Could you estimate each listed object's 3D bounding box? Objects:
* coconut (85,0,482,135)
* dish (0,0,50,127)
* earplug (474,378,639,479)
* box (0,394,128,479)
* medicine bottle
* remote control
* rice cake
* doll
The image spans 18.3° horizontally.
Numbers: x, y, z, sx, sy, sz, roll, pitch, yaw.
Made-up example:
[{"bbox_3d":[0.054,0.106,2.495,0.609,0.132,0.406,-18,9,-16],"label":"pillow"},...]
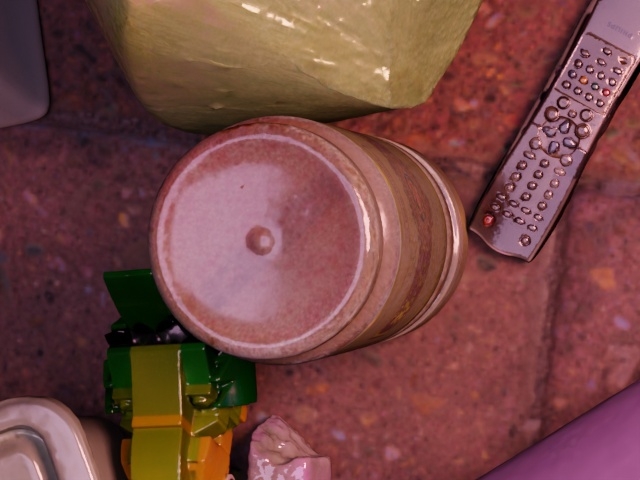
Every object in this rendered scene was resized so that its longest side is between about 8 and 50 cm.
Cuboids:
[{"bbox_3d":[-0.019,-0.211,1.320,0.328,0.281,0.328,2,61,-3],"label":"coconut"},{"bbox_3d":[-0.312,-0.199,1.492,0.182,0.080,0.243,-8,87,12],"label":"dish"},{"bbox_3d":[0.214,0.201,1.320,0.456,0.215,0.215,-36,82,5],"label":"earplug"},{"bbox_3d":[-0.180,0.270,1.406,0.175,0.182,0.311,-22,84,12],"label":"box"},{"bbox_3d":[0.000,0.000,1.298,0.151,0.322,0.151,0,90,13],"label":"medicine bottle"},{"bbox_3d":[0.177,-0.085,1.412,0.059,0.028,0.212,30,96,5],"label":"remote control"},{"bbox_3d":[-0.033,0.311,1.434,0.056,0.073,0.365,5,88,14],"label":"rice cake"},{"bbox_3d":[-0.103,0.113,1.414,0.106,0.134,0.186,-4,89,18],"label":"doll"}]
